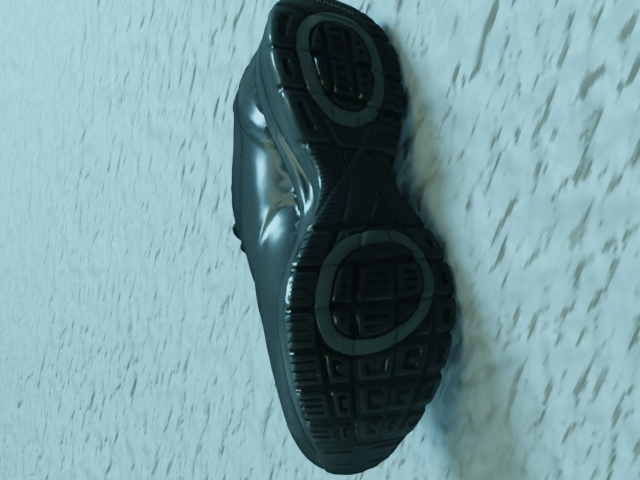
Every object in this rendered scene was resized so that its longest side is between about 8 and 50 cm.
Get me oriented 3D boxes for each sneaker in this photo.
[{"bbox_3d":[0.000,0.000,0.617,0.130,0.109,0.286,-38,51,56],"label":"sneaker"}]
